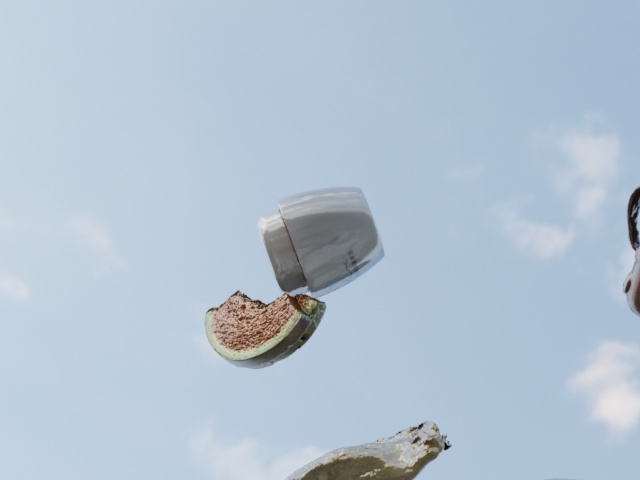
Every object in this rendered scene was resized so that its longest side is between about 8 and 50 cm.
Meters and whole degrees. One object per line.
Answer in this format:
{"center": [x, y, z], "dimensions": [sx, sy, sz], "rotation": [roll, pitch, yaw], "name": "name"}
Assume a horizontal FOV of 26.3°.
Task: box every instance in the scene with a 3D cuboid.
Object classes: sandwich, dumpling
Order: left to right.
{"center": [-0.053, 0.076, 1.153], "dimensions": [0.029, 0.067, 0.135], "rotation": [32, -23, -35], "name": "sandwich"}
{"center": [0.005, 0.316, 1.716], "dimensions": [0.332, 0.166, 0.086], "rotation": [-42, -62, 3], "name": "dumpling"}

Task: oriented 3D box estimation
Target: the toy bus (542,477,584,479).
{"center": [0.189, 0.351, 1.283], "dimensions": [0.106, 0.092, 0.268], "rotation": [38, -72, 41], "name": "toy bus"}

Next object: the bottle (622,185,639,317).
{"center": [0.192, -0.001, 0.724], "dimensions": [0.047, 0.063, 0.101], "rotation": [12, -75, -21], "name": "bottle"}

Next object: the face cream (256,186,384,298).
{"center": [0.000, 0.000, 1.160], "dimensions": [0.095, 0.091, 0.091], "rotation": [-20, -71, -2], "name": "face cream"}
